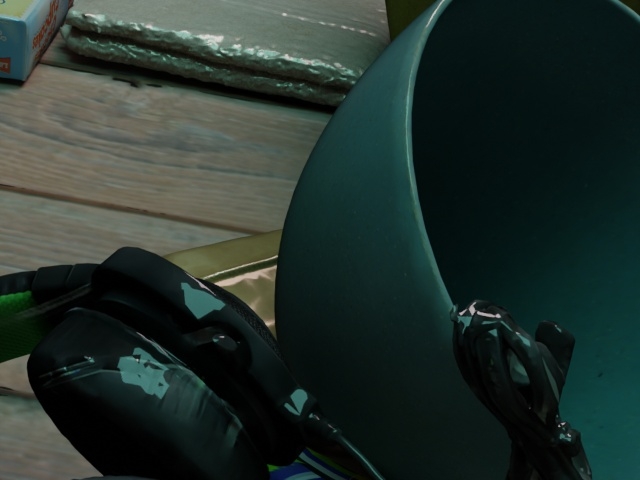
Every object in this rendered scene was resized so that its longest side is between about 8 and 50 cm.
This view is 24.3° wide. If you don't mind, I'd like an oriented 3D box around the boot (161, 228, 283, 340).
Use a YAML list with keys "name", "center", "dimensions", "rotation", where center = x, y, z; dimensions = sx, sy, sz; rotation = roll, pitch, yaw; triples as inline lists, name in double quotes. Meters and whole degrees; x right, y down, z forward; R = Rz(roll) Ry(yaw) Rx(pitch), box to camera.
- name: "boot"
  center: [0.000, 0.000, 0.977]
  dimensions: [0.270, 0.089, 0.236]
  rotation: [-15, 38, -32]

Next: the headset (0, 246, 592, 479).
- name: "headset"
  center: [-0.084, 0.096, 0.629]
  dimensions: [0.394, 0.185, 0.243]
  rotation: [-2, 48, 19]

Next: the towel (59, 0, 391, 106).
- name: "towel"
  center: [-0.072, -0.187, 1.305]
  dimensions: [0.282, 0.049, 0.187]
  rotation: [13, 32, 4]

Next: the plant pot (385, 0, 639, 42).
- name: "plant pot"
  center: [0.159, -0.230, 1.196]
  dimensions: [0.275, 0.293, 0.274]
  rotation: [6, 32, -4]

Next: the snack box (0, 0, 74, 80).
- name: "snack box"
  center: [-0.382, -0.222, 1.263]
  dimensions: [0.322, 0.060, 0.187]
  rotation: [10, 31, 1]

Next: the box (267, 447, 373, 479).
- name: "box"
  center: [0.026, 0.162, 0.742]
  dimensions: [0.169, 0.059, 0.054]
  rotation: [24, 33, 23]

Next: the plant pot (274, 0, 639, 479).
- name: "plant pot"
  center: [0.088, 0.029, 0.791]
  dimensions: [0.290, 0.195, 0.290]
  rotation: [21, 56, -34]
